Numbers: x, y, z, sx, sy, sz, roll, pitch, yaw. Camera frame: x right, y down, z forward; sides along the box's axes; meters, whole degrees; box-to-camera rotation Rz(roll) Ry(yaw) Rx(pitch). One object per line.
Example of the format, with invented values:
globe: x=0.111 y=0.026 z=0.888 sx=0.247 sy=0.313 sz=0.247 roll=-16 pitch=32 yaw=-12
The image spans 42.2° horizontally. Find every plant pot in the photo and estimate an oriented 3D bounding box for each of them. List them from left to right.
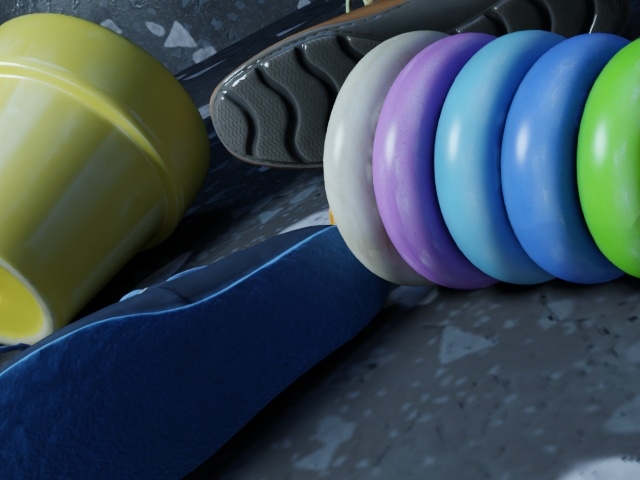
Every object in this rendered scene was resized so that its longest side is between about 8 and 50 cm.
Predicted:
plant pot: x=-0.263 y=-0.041 z=0.781 sx=0.253 sy=0.254 sz=0.239 roll=-13 pitch=40 yaw=37

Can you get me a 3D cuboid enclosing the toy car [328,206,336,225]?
toy car: x=0.000 y=0.000 z=0.582 sx=0.122 sy=0.041 sz=0.060 roll=-38 pitch=21 yaw=-26

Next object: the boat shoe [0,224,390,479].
boat shoe: x=-0.075 y=0.072 z=0.452 sx=0.258 sy=0.109 sz=0.089 roll=-20 pitch=6 yaw=-30

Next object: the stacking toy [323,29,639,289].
stacking toy: x=0.155 y=-0.030 z=0.349 sx=0.141 sy=0.141 sz=0.330 roll=-40 pitch=29 yaw=-30

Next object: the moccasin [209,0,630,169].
moccasin: x=0.080 y=-0.173 z=0.762 sx=0.379 sy=0.139 sz=0.147 roll=-27 pitch=18 yaw=4
